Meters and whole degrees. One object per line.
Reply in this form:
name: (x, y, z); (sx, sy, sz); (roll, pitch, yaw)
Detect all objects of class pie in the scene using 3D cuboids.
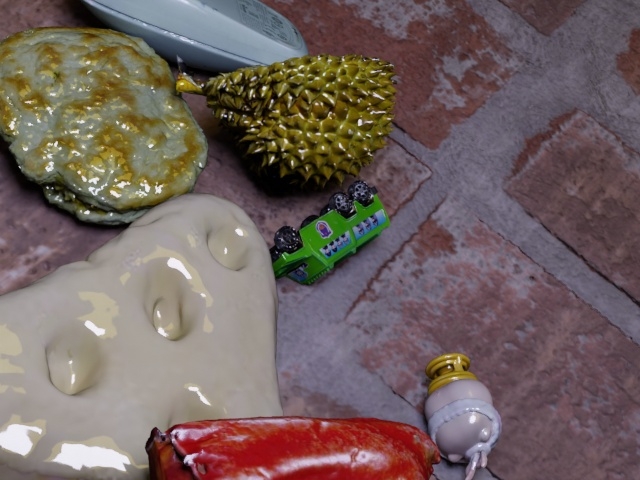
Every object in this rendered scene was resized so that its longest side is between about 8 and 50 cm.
pie: (-0.234, -0.121, 1.167); (0.201, 0.090, 0.248); (-14, 63, -30)

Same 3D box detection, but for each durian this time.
durian: (-0.034, -0.119, 1.201); (0.237, 0.193, 0.137); (2, 90, -17)

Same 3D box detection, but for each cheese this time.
cheese: (-0.190, 0.090, 0.985); (0.328, 0.129, 0.351); (9, 53, -22)

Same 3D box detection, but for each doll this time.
doll: (0.143, 0.177, 1.128); (0.084, 0.073, 0.127); (34, 34, -44)

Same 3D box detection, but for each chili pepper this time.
chili pepper: (-0.001, 0.197, 0.867); (0.253, 0.136, 0.144); (-4, 24, -34)

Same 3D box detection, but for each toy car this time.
toy car: (0.000, 0.000, 1.199); (0.165, 0.071, 0.062); (-33, 86, -40)

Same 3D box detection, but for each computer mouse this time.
computer mouse: (-0.150, -0.246, 1.300); (0.288, 0.097, 0.159); (25, 21, -22)
